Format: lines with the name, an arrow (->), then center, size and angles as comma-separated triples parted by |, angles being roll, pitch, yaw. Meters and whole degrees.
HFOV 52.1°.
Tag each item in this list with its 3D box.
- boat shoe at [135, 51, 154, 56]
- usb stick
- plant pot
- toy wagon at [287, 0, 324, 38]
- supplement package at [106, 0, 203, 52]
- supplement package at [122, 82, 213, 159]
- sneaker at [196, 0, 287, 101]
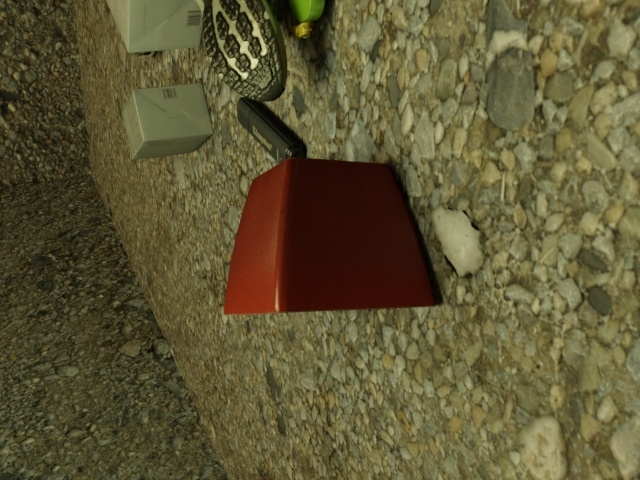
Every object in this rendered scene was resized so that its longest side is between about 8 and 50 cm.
boat shoe -> -0.570, -0.642, 2.090 | 0.305, 0.091, 0.109 | 21, 120, 59
usb stick -> -0.112, -0.231, 1.414 | 0.278, 0.045, 0.077 | 48, 141, 44
plant pot -> 0.000, 0.000, 1.078 | 0.267, 0.268, 0.235 | 164, 104, -64
toy wagon -> -0.031, -0.519, 1.101 | 0.267, 0.068, 0.344 | 23, 122, 60
supplement package -> -0.435, -0.655, 1.694 | 0.262, 0.198, 0.199 | 63, 151, 27
supplement package -> -0.434, -0.332, 1.841 | 0.203, 0.194, 0.149 | -18, 85, 63
sneaker -> -0.127, -0.430, 1.230 | 0.158, 0.182, 0.410 | -38, 65, 34
